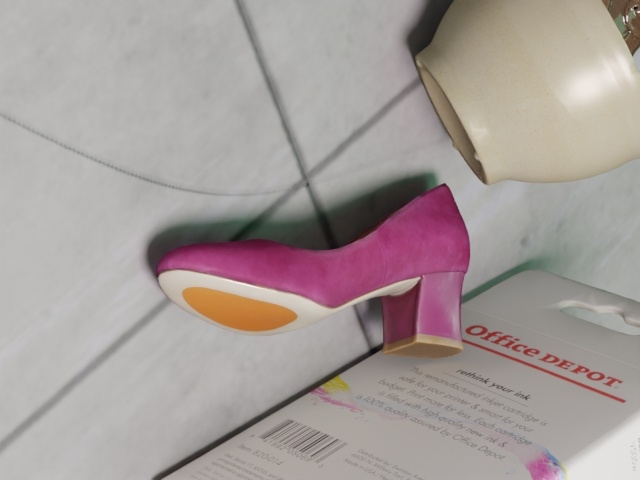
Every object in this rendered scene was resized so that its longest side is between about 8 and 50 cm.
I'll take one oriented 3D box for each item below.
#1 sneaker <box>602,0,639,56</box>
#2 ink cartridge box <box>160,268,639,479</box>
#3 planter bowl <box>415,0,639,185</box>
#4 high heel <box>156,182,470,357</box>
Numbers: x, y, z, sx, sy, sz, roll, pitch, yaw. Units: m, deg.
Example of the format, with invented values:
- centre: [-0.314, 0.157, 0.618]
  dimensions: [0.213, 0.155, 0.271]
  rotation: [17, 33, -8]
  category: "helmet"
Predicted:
- centre: [0.241, -0.196, 1.382]
  dimensions: [0.066, 0.071, 0.188]
  rotation: [32, 82, -47]
  category: "sneaker"
- centre: [0.096, 0.156, 1.270]
  dimensions: [0.353, 0.207, 0.119]
  rotation: [-28, 122, -35]
  category: "ink cartridge box"
- centre: [0.129, -0.101, 1.262]
  dimensions: [0.109, 0.162, 0.162]
  rotation: [-30, 129, -1]
  category: "planter bowl"
- centre: [0.000, 0.000, 1.231]
  dimensions: [0.244, 0.082, 0.117]
  rotation: [10, 69, -34]
  category: "high heel"
